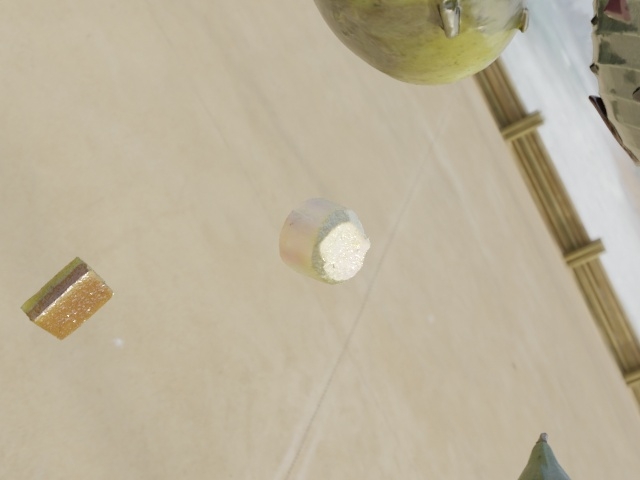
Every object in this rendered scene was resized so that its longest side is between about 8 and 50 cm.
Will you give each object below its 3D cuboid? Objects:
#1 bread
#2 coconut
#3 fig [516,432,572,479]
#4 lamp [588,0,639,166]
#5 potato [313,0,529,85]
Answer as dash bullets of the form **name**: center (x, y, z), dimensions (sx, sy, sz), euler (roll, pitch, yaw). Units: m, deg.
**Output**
- **bread**: center (-0.314, 0.074, 1.141), dimensions (0.035, 0.094, 0.090), euler (42, -11, 24)
- **coconut**: center (0.000, 0.000, 1.311), dimensions (0.122, 0.116, 0.116), euler (25, -17, 48)
- **fig**: center (0.294, 0.340, 1.204), dimensions (0.117, 0.117, 0.177), euler (38, 35, -52)
- **lamp**: center (0.257, -0.108, 0.482), dimensions (0.233, 0.233, 0.265), euler (62, 4, -7)
- **potato**: center (0.059, -0.200, 0.610), dimensions (0.197, 0.148, 0.228), euler (47, 0, -3)
